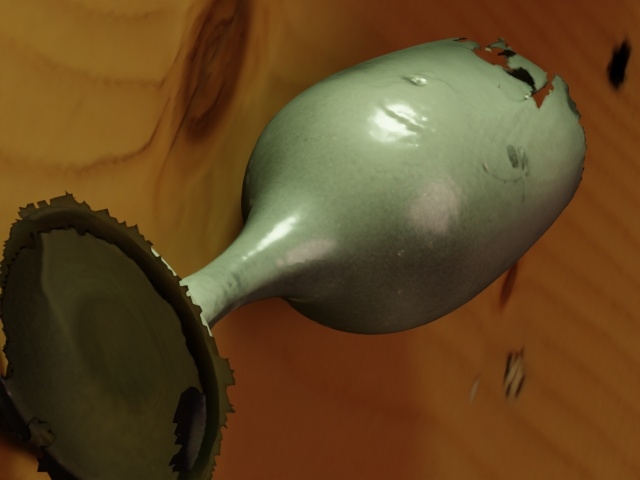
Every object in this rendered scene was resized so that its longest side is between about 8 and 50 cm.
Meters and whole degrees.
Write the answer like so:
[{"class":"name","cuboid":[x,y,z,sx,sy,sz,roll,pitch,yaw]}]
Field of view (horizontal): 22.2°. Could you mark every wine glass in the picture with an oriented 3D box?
[{"class":"wine glass","cuboid":[0.000,0.000,0.755,0.321,0.143,0.143,-29,117,-48]}]
